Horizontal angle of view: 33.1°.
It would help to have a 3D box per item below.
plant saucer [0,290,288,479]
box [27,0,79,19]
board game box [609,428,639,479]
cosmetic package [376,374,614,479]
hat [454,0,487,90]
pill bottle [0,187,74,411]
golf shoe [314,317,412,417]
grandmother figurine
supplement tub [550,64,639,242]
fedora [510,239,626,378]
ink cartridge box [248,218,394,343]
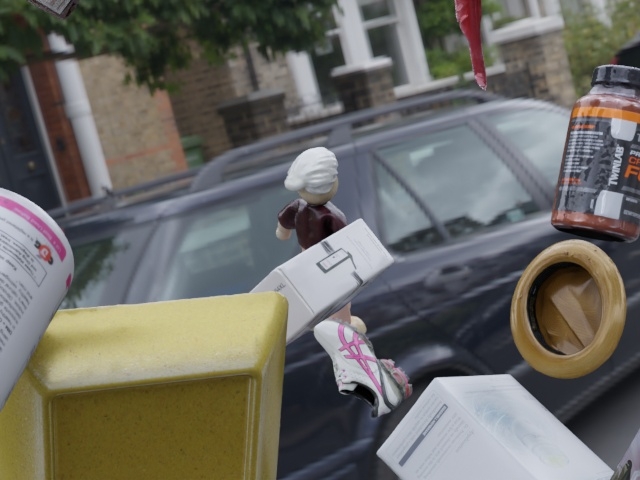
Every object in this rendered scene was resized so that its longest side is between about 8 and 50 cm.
[{"bbox_3d":[-0.192,0.232,1.205,0.333,0.332,0.081,-5,27,-19],"label":"plant saucer"},{"bbox_3d":[-0.340,-0.378,1.190,0.167,0.203,0.168,-55,0,4],"label":"box"},{"bbox_3d":[0.307,0.156,0.716,0.056,0.346,0.208,0,33,-31],"label":"board game box"},{"bbox_3d":[0.236,0.293,1.370,0.224,0.224,0.138,8,-58,-56],"label":"cosmetic package"},{"bbox_3d":[0.185,-0.316,1.185,0.208,0.183,0.173,-59,-11,29],"label":"hat"},{"bbox_3d":[-0.345,0.091,0.964,0.160,0.160,0.283,-11,36,23],"label":"pill bottle"},{"bbox_3d":[0.049,0.191,1.646,0.086,0.067,0.186,-35,61,-29],"label":"golf shoe"},{"bbox_3d":[0.000,0.000,1.838,0.208,0.342,0.104,17,37,33],"label":"grandmother figurine"},{"bbox_3d":[0.338,-0.102,1.264,0.106,0.197,0.106,11,-2,0],"label":"supplement tub"},{"bbox_3d":[0.346,0.097,1.449,0.079,0.194,0.194,19,-16,-38],"label":"fedora"},{"bbox_3d":[-0.014,0.069,1.500,0.203,0.086,0.148,-31,-9,-48],"label":"ink cartridge box"}]
